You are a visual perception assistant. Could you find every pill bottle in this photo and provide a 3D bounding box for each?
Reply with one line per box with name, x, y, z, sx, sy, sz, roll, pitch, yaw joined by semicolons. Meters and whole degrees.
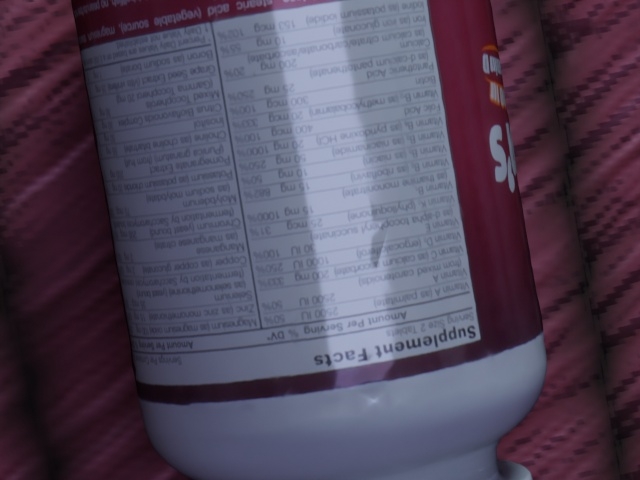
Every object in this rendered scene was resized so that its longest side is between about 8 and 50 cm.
pill bottle;0.000;0.000;0.581;0.121;0.121;0.221;-10;94;-13
